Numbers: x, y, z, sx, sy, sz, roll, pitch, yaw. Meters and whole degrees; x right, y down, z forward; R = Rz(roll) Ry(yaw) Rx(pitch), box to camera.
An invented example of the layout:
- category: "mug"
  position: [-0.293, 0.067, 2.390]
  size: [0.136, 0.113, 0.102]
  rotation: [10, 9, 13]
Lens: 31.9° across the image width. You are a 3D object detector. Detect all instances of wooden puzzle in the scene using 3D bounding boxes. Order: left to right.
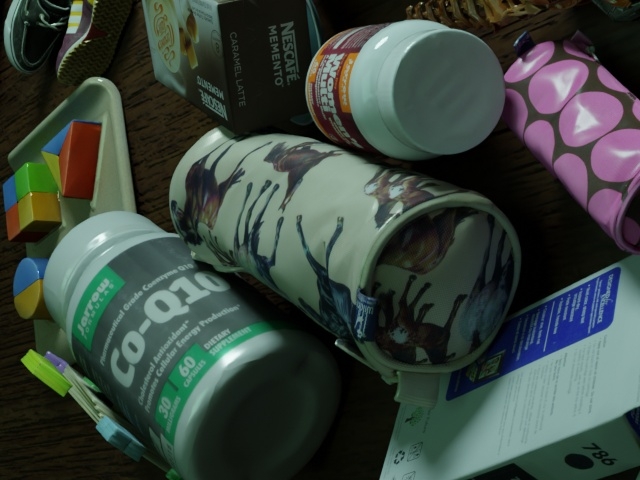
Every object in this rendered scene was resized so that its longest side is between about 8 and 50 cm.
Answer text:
- category: "wooden puzzle"
  position: [-0.366, -0.015, 1.600]
  size: [0.322, 0.080, 0.348]
  rotation: [-28, 71, 46]

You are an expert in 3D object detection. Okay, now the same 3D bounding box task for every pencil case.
- category: "pencil case"
  position: [0.000, 0.000, 1.071]
  size: [0.410, 0.159, 0.184]
  rotation: [26, 91, 55]
- category: "pencil case"
  position: [0.218, -0.081, 0.870]
  size: [0.098, 0.095, 0.209]
  rotation: [-41, 41, 11]

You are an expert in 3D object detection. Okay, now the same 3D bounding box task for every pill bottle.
- category: "pill bottle"
  position: [-0.159, 0.115, 1.266]
  size: [0.361, 0.204, 0.204]
  rotation: [34, 117, 43]
- category: "pill bottle"
  position: [0.071, -0.133, 0.994]
  size: [0.221, 0.121, 0.121]
  rotation: [-154, 67, -72]

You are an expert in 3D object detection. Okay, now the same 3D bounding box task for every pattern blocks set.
- category: "pattern blocks set"
  position: [-0.237, 0.214, 1.340]
  size: [0.026, 0.285, 0.324]
  rotation: [-52, 39, -8]

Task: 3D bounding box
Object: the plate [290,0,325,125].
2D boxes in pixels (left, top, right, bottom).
- category: "plate"
  position: [-0.032, -0.217, 1.205]
  size: [0.188, 0.024, 0.188]
  rotation: [49, 148, 45]

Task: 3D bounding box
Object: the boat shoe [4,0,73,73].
- category: "boat shoe"
  position: [-0.401, -0.339, 1.629]
  size: [0.070, 0.077, 0.219]
  rotation: [42, 120, 42]

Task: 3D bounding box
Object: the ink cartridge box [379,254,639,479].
- category: "ink cartridge box"
  position: [0.181, 0.125, 0.912]
  size: [0.332, 0.065, 0.165]
  rotation: [-35, 25, 47]

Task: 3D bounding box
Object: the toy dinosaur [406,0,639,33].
- category: "toy dinosaur"
  position: [0.183, -0.261, 0.902]
  size: [0.321, 0.164, 0.218]
  rotation: [-27, 87, 25]

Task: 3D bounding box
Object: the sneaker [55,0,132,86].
- category: "sneaker"
  position: [-0.316, -0.299, 1.547]
  size: [0.185, 0.069, 0.084]
  rotation: [-52, 45, 30]

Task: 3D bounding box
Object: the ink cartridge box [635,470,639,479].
- category: "ink cartridge box"
  position: [0.318, 0.172, 0.798]
  size: [0.153, 0.086, 0.209]
  rotation: [36, 119, 43]

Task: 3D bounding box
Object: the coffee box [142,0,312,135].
- category: "coffee box"
  position: [-0.105, -0.221, 1.209]
  size: [0.246, 0.098, 0.141]
  rotation: [39, 141, 55]
